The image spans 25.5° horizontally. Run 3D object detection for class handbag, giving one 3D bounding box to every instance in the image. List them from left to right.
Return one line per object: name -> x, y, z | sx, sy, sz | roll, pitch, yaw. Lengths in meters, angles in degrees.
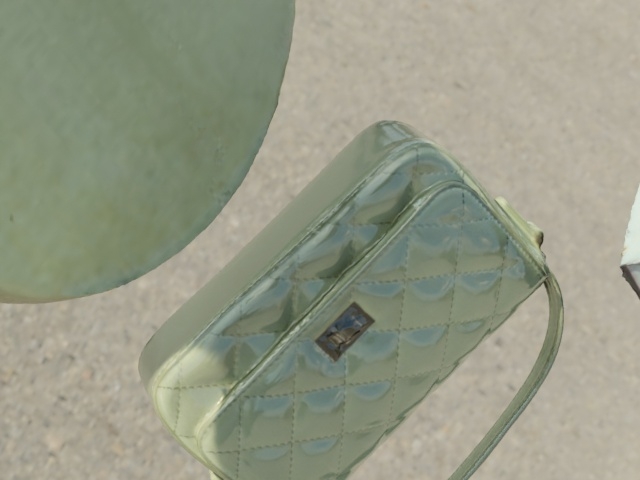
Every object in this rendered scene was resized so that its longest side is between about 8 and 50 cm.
handbag -> 0.037, 0.074, 0.868 | 0.219, 0.256, 0.079 | 44, 1, -23

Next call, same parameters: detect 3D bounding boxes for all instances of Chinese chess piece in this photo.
Chinese chess piece -> -0.121, -0.098, 0.593 | 0.101, 0.250, 0.250 | 17, 15, 39

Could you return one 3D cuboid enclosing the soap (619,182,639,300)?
soap -> 0.276, 0.035, 0.903 | 0.230, 0.091, 0.145 | 55, 37, -27
